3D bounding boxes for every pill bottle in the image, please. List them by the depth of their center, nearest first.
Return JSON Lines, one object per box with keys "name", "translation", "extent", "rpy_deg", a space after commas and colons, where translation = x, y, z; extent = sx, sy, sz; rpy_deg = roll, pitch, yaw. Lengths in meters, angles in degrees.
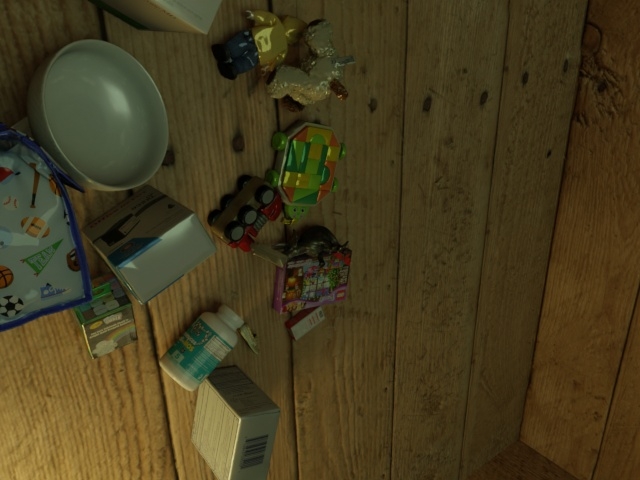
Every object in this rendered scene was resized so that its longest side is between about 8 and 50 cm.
{"name": "pill bottle", "translation": [-0.357, 0.322, 1.729], "extent": [0.264, 0.146, 0.146], "rpy_deg": [-48, 131, -14]}

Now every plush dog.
{"name": "plush dog", "translation": [-0.016, -0.472, 1.624], "extent": [0.211, 0.225, 0.262], "rpy_deg": [37, 91, -9]}

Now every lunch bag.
{"name": "lunch bag", "translation": [-0.644, -0.066, 1.164], "extent": [0.239, 0.328, 0.385], "rpy_deg": [-22, 119, -37]}

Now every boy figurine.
{"name": "boy figurine", "translation": [-0.159, -0.559, 1.552], "extent": [0.285, 0.092, 0.177], "rpy_deg": [-37, 128, -22]}

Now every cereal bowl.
{"name": "cereal bowl", "translation": [-0.525, -0.277, 1.298], "extent": [0.339, 0.141, 0.338], "rpy_deg": [13, 74, -57]}

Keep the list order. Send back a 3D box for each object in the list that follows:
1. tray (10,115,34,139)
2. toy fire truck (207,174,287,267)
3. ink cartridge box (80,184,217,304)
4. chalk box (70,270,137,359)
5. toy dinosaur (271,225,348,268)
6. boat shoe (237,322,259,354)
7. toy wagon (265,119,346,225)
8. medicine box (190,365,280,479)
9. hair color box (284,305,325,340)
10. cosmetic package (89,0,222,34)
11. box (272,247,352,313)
{"name": "tray", "translation": [-0.708, -0.183, 1.304], "extent": [0.270, 0.030, 0.145], "rpy_deg": [-43, 131, -17]}
{"name": "toy fire truck", "translation": [-0.186, -0.044, 1.726], "extent": [0.217, 0.158, 0.246], "rpy_deg": [-52, 144, -10]}
{"name": "ink cartridge box", "translation": [-0.440, -0.002, 1.414], "extent": [0.223, 0.307, 0.129], "rpy_deg": [-39, 126, -20]}
{"name": "chalk box", "translation": [-0.571, 0.180, 1.459], "extent": [0.132, 0.132, 0.213], "rpy_deg": [-22, 143, -29]}
{"name": "toy dinosaur", "translation": [0.000, 0.000, 1.893], "extent": [0.314, 0.160, 0.121], "rpy_deg": [-24, 151, -45]}
{"name": "boat shoe", "translation": [-0.234, 0.334, 1.900], "extent": [0.045, 0.050, 0.135], "rpy_deg": [-37, 128, -15]}
{"name": "toy wagon", "translation": [-0.049, -0.206, 1.808], "extent": [0.267, 0.068, 0.344], "rpy_deg": [1, 107, -39]}
{"name": "medicine box", "translation": [-0.283, 0.594, 1.809], "extent": [0.149, 0.289, 0.263], "rpy_deg": [0, 108, -37]}
{"name": "hair color box", "translation": [-0.055, 0.293, 2.034], "extent": [0.141, 0.043, 0.072], "rpy_deg": [-34, 127, -23]}
{"name": "cosmetic package", "translation": [-0.371, -0.558, 1.191], "extent": [0.197, 0.366, 0.155], "rpy_deg": [22, 93, -42]}
{"name": "box", "translation": [-0.026, 0.135, 1.980], "extent": [0.293, 0.057, 0.200], "rpy_deg": [-8, 114, -37]}
